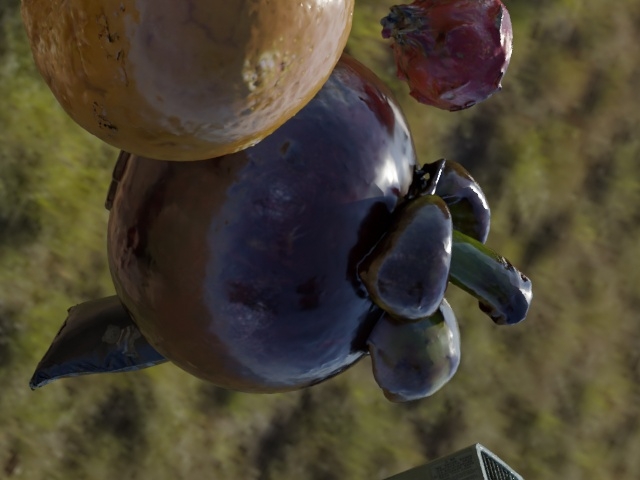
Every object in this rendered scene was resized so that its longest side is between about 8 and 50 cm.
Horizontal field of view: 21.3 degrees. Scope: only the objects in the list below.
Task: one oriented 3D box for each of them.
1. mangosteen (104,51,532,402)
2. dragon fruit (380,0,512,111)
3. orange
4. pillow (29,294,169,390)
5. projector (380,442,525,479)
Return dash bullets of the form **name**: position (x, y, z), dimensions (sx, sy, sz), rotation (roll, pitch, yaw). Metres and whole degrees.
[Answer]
- **mangosteen**: position (0.000, 0.000, 1.012), dimensions (0.215, 0.257, 0.215), rotation (25, 90, -85)
- **dragon fruit**: position (0.128, -0.218, 1.884), dimensions (0.111, 0.153, 0.153), rotation (5, 107, -48)
- **orange**: position (-0.029, -0.057, 0.378), dimensions (0.070, 0.083, 0.083), rotation (-7, 120, -25)
- **pillow**: position (-0.119, 0.059, 1.159), dimensions (0.090, 0.150, 0.048), rotation (-46, 121, -69)
- **projector**: position (0.136, 0.305, 1.511), dimensions (0.193, 0.088, 0.269), rotation (-23, 129, 4)
